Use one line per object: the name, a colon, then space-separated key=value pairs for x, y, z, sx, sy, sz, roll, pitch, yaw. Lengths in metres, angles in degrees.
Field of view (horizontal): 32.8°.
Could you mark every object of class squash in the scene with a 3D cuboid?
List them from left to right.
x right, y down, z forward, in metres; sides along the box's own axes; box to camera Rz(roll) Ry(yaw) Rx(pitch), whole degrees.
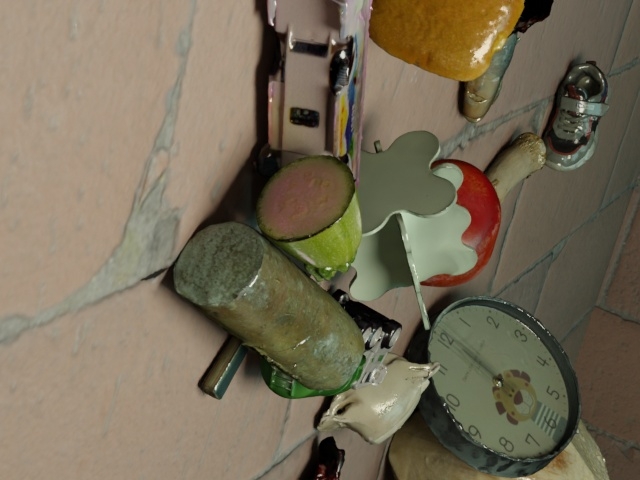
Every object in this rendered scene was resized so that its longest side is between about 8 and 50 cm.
squash: x=0.008 y=-0.003 z=1.065 sx=0.105 sy=0.105 sz=0.132 roll=-57 pitch=141 yaw=-23

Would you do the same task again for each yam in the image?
yam: x=-0.045 y=0.072 z=1.115 sx=0.106 sy=0.106 sz=0.259 roll=-62 pitch=146 yaw=-13

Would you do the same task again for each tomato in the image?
tomato: x=0.168 y=-0.018 z=1.484 sx=0.187 sy=0.151 sz=0.187 roll=-54 pitch=154 yaw=-41

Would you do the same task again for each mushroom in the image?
mushroom: x=0.307 y=-0.099 z=1.820 sx=0.209 sy=0.071 sz=0.084 roll=-47 pitch=179 yaw=-35

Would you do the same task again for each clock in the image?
clock: x=0.292 y=0.234 z=1.787 sx=0.312 sy=0.312 sz=0.061 roll=-45 pitch=177 yaw=-42

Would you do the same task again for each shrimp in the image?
shrimp: x=0.262 y=-0.301 z=1.539 sx=0.178 sy=0.075 sz=0.289 roll=-56 pitch=155 yaw=-43

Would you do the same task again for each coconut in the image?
coconut: x=0.310 y=0.429 z=1.936 sx=0.415 sy=0.415 sz=0.344 roll=-8 pitch=127 yaw=-64

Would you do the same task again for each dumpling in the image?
dumpling: x=0.083 y=0.230 z=1.570 sx=0.199 sy=0.118 sz=0.136 roll=-23 pitch=153 yaw=-8

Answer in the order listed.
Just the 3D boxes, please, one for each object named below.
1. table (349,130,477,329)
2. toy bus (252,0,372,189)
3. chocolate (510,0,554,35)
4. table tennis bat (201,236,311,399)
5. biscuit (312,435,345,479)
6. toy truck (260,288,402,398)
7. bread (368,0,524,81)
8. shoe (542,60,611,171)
table: x=0.099 y=-0.005 z=1.288 sx=0.166 sy=0.167 sz=0.198 roll=-55 pitch=147 yaw=-27
toy bus: x=-0.003 y=-0.140 z=1.073 sx=0.112 sy=0.090 sz=0.274 roll=-57 pitch=158 yaw=-48
chocolate: x=0.201 y=-0.294 z=1.370 sx=0.156 sy=0.156 sz=0.133 roll=-45 pitch=176 yaw=-42
table tennis bat: x=-0.057 y=0.056 z=1.224 sx=0.274 sy=0.021 sz=0.154 roll=-60 pitch=157 yaw=-21
biscuit: x=-0.024 y=0.397 z=1.540 sx=0.235 sy=0.063 sz=0.151 roll=-59 pitch=173 yaw=-31
toy truck: x=0.014 y=0.131 z=1.322 sx=0.125 sy=0.101 sz=0.242 roll=-64 pitch=160 yaw=5
bread: x=0.151 y=-0.297 z=1.164 sx=0.245 sy=0.174 sz=0.121 roll=-61 pitch=162 yaw=5
shoe: x=0.481 y=-0.240 z=2.017 sx=0.125 sy=0.099 sz=0.227 roll=71 pitch=41 yaw=-68
